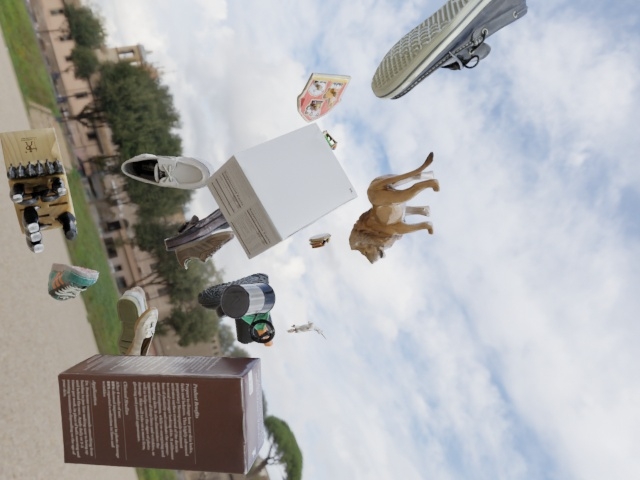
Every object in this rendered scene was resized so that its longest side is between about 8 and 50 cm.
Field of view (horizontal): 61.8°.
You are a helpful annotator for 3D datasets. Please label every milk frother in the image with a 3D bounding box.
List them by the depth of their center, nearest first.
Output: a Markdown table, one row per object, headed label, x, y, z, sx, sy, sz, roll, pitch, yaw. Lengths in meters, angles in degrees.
| label | x | y | z | sx | sy | sz | roll | pitch | yaw |
| --- | --- | --- | --- | --- | --- | --- | --- | --- | --- |
| milk frother | -0.174 | 0.185 | 1.340 | 0.129 | 0.134 | 0.143 | -47 | -108 | 16 |

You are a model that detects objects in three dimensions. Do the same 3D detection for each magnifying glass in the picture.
| label | x | y | z | sx | sy | sz | roll | pitch | yaw |
| --- | --- | --- | --- | --- | --- | --- | --- | --- | --- |
| magnifying glass | -0.174 | 0.234 | 1.512 | 0.231 | 0.092 | 0.026 | 75 | 17 | -49 |

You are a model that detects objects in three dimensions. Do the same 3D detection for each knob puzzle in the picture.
| label | x | y | z | sx | sy | sz | roll | pitch | yaw |
| --- | --- | --- | --- | --- | --- | --- | --- | --- | --- |
| knob puzzle | 0.002 | -0.468 | 1.792 | 0.030 | 0.213 | 0.213 | 56 | -28 | 25 |

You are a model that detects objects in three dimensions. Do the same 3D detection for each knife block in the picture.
| label | x | y | z | sx | sy | sz | roll | pitch | yaw |
| --- | --- | --- | --- | --- | --- | --- | --- | --- | --- |
| knife block | -0.482 | -0.059 | 0.935 | 0.242 | 0.088 | 0.276 | 70 | -26 | 18 |

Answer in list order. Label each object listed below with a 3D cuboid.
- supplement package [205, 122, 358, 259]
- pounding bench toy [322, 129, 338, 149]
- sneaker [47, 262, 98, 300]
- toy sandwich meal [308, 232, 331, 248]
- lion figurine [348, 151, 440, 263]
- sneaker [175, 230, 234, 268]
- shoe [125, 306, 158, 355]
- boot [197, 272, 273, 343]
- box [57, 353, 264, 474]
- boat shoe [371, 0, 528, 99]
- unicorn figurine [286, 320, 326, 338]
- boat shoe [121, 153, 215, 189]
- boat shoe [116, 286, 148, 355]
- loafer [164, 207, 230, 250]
| label | x | y | z | sx | sy | sz | roll | pitch | yaw |
| --- | --- | --- | --- | --- | --- | --- | --- | --- | --- |
| supplement package | -0.083 | -0.116 | 1.209 | 0.145 | 0.261 | 0.204 | -28 | -87 | 49 |
| pounding bench toy | 0.022 | -0.326 | 1.780 | 0.065 | 0.052 | 0.083 | 46 | -7 | 1 |
| sneaker | -0.823 | 0.145 | 1.770 | 0.302 | 0.108 | 0.121 | 0 | -105 | 50 |
| toy sandwich meal | 0.000 | 0.000 | 1.737 | 0.085 | 0.085 | 0.029 | 13 | -61 | 64 |
| lion figurine | 0.187 | -0.091 | 1.449 | 0.392 | 0.239 | 0.142 | 80 | 8 | -53 |
| sneaker | -0.341 | 0.029 | 1.619 | 0.066 | 0.188 | 0.071 | 57 | 14 | -81 |
| shoe | -0.563 | 0.308 | 1.720 | 0.058 | 0.076 | 0.219 | 36 | -66 | 19 |
| boot | -0.252 | 0.229 | 1.647 | 0.094 | 0.246 | 0.208 | 17 | -64 | 46 |
| box | -0.313 | 0.339 | 1.076 | 0.143 | 0.380 | 0.191 | -27 | 117 | -78 |
| boat shoe | 0.330 | -0.487 | 1.303 | 0.156 | 0.500 | 0.186 | 54 | -15 | -27 |
| unicorn figurine | -0.058 | 0.382 | 2.311 | 0.111 | 0.161 | 0.060 | 55 | 42 | -69 |
| boat shoe | -0.425 | -0.192 | 1.479 | 0.267 | 0.088 | 0.096 | 14 | -70 | 16 |
| boat shoe | -0.648 | 0.304 | 1.888 | 0.103 | 0.113 | 0.303 | -74 | 175 | -61 |
| loafer | -0.393 | -0.062 | 1.808 | 0.109 | 0.302 | 0.095 | 14 | -53 | 64 |
